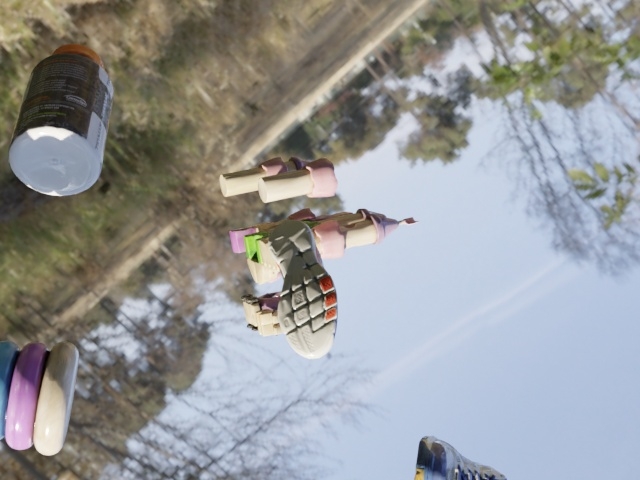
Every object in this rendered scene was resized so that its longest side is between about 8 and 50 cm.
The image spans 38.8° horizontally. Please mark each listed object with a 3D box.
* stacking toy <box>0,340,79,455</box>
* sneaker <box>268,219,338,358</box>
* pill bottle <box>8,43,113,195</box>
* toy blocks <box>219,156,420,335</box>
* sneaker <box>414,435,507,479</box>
[{"bbox_3d":[-0.469,0.171,1.097,0.141,0.331,0.141,-170,-90,-78],"label":"stacking toy"},{"bbox_3d":[-0.009,0.053,0.905,0.061,0.065,0.157,-17,-126,9],"label":"sneaker"},{"bbox_3d":[-0.380,-0.192,1.359,0.130,0.130,0.245,-37,-143,28],"label":"pill bottle"},{"bbox_3d":[0.000,0.000,1.621,0.260,0.308,0.289,-13,-169,-22],"label":"toy blocks"},{"bbox_3d":[0.227,0.372,1.405,0.131,0.296,0.111,5,-106,23],"label":"sneaker"}]
